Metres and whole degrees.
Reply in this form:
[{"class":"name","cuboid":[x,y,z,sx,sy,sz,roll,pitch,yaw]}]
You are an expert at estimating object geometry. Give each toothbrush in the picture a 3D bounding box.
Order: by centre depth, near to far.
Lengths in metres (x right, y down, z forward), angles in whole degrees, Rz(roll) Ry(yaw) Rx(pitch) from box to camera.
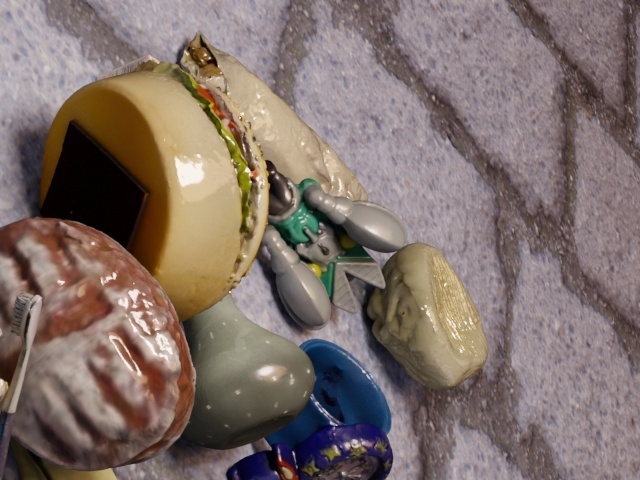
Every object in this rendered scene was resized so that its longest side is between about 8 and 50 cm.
[{"class":"toothbrush","cuboid":[-0.314,0.187,1.647,0.024,0.026,0.288,-14,120,-61]}]

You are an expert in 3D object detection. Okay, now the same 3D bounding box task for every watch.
[{"class":"watch","cuboid":[-0.007,0.234,2.151,0.196,0.171,0.200,34,31,-44]}]

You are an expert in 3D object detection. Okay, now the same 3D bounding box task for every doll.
[{"class":"doll","cuboid":[-0.011,0.017,2.294,0.258,0.195,0.153,18,18,-24]}]

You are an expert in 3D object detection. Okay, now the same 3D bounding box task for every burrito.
[{"class":"burrito","cuboid":[-0.061,-0.136,2.344,0.392,0.076,0.117,45,46,-34]}]

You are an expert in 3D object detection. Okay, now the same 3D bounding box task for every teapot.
[{"class":"teapot","cuboid":[-0.123,0.120,2.016,0.183,0.183,0.251,1,60,-58]}]

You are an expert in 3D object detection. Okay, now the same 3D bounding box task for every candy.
[{"class":"candy","cuboid":[-0.258,0.106,1.709,0.289,0.214,0.157,48,2,6]}]

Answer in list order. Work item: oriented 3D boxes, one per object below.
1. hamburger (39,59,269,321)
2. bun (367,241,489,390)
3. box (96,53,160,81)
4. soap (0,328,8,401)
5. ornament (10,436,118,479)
[{"class":"hamburger","cuboid":[-0.183,-0.053,1.882,0.176,0.300,0.300,-3,76,-47]},{"class":"bun","cuboid":[0.149,0.121,2.475,0.231,0.133,0.231,49,27,-36]},{"class":"box","cuboid":[-0.234,-0.158,2.057,0.043,0.089,0.125,36,46,-45]},{"class":"soap","cuboid":[-0.381,0.137,1.554,0.160,0.257,0.080,-8,81,-16]},{"class":"ornament","cuboid":[-0.279,0.213,1.813,0.180,0.059,0.201,37,41,-28]}]
